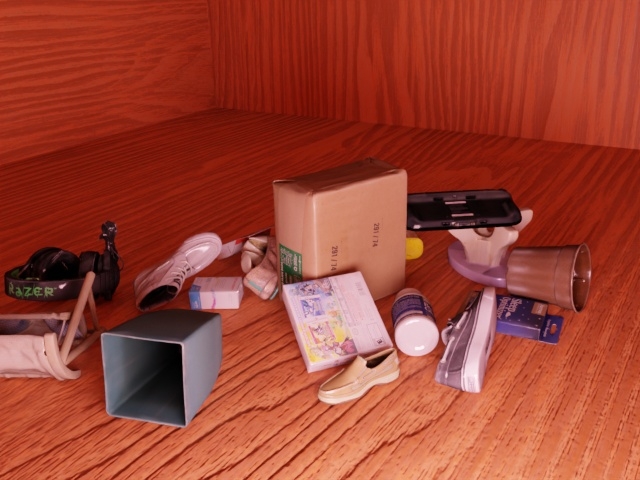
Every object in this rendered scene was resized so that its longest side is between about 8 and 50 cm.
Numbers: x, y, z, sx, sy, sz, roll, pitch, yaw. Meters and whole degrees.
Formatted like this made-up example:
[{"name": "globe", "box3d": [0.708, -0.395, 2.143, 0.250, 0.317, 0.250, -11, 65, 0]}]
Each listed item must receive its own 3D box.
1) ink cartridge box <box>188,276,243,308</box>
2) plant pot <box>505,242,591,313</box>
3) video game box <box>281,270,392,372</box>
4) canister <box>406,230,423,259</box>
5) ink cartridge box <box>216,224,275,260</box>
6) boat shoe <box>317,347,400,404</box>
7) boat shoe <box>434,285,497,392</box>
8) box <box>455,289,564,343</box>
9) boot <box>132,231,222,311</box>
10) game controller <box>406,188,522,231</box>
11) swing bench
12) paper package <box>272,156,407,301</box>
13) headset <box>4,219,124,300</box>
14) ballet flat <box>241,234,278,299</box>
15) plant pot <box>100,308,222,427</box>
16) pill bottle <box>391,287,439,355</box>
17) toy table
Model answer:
[{"name": "ink cartridge box", "box3d": [-0.259, 0.131, 1.639, 0.122, 0.052, 0.088, -2, 22, 4]}, {"name": "plant pot", "box3d": [0.545, 0.082, 1.571, 0.165, 0.167, 0.167, 5, 22, 35]}, {"name": "video game box", "box3d": [0.032, 0.172, 1.412, 0.187, 0.048, 0.205, -7, 52, -19]}, {"name": "canister", "box3d": [0.224, -0.007, 1.913, 0.126, 0.073, 0.170, -4, 24, -5]}, {"name": "ink cartridge box", "box3d": [-0.199, 0.002, 1.872, 0.179, 0.045, 0.145, -14, 8, 46]}, {"name": "boat shoe", "box3d": [0.073, 0.257, 1.277, 0.190, 0.072, 0.068, -18, 27, -33]}, {"name": "boat shoe", "box3d": [0.305, 0.195, 1.362, 0.102, 0.108, 0.301, 3, 36, 23]}, {"name": "box", "box3d": [0.438, 0.173, 1.506, 0.225, 0.037, 0.136, 10, 25, 24]}, {"name": "boot", "box3d": [-0.352, 0.086, 1.635, 0.258, 0.095, 0.123, -34, 32, 3]}, {"name": "game controller", "box3d": [0.353, -0.078, 1.696, 0.319, 0.067, 0.166, -4, 38, -2]}, {"name": "swing bench", "box3d": [-0.623, 0.198, 1.371, 0.253, 0.165, 0.255, 0, 28, 3]}, {"name": "paper package", "box3d": [0.051, -0.009, 1.597, 0.309, 0.325, 0.168, -17, 26, -33]}, {"name": "headset", "box3d": [-0.624, 0.058, 1.669, 0.243, 0.185, 0.394, 3, 8, 11]}, {"name": "ballet flat", "box3d": [-0.158, 0.045, 1.744, 0.106, 0.108, 0.316, 27, 17, -13]}, {"name": "plant pot", "box3d": [-0.286, 0.224, 1.281, 0.165, 0.166, 0.234, 5, 15, 16]}, {"name": "pill bottle", "box3d": [0.205, 0.173, 1.444, 0.094, 0.094, 0.169, -1, 22, 2]}, {"name": "toy table", "box3d": [0.446, 0.000, 1.764, 0.252, 0.161, 0.274, -13, 26, -24]}]
